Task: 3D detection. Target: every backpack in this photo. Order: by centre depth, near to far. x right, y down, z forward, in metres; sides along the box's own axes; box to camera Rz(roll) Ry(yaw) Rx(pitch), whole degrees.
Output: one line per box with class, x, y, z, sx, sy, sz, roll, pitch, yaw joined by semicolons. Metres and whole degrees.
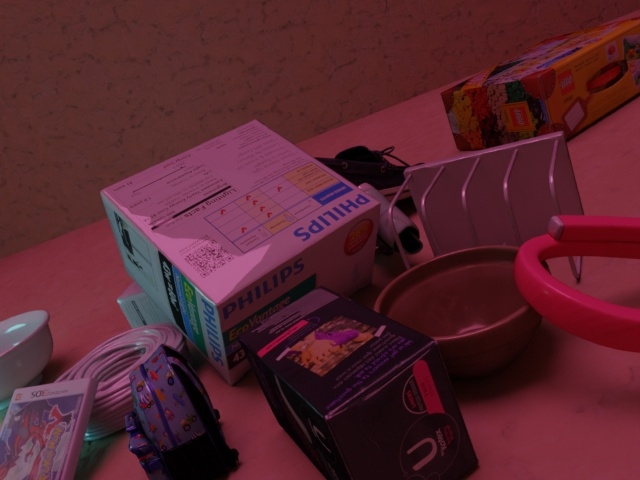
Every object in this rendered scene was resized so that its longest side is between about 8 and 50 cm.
backpack;-0.205;0.237;0.771;0.116;0.173;0.158;-27;20;-15

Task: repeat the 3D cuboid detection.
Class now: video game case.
video game case;-0.442;0.321;0.882;0.183;0.023;0.201;-14;54;24

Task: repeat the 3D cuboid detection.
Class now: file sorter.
file sorter;0.276;-0.032;0.950;0.277;0.193;0.173;-10;25;32

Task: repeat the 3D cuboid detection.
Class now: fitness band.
fitness band;0.374;0.044;0.656;0.290;0.054;0.209;1;32;-5

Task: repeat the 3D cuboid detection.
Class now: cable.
cable;-0.360;0.252;1.045;0.257;0.089;0.257;-16;19;15

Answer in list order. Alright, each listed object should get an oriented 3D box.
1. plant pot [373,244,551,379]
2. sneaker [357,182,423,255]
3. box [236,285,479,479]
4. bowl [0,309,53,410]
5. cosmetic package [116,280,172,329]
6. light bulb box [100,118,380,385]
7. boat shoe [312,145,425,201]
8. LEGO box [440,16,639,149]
plant pot;0.200;0.108;0.770;0.237;0.110;0.237;-20;19;7
sneaker;0.141;-0.006;1.147;0.094;0.151;0.256;-44;-25;1
box;0.030;0.179;0.674;0.143;0.165;0.270;-29;20;-19
bowl;-0.726;0.292;1.276;0.297;0.134;0.298;-20;18;7
cosmetic package;-0.297;0.107;1.298;0.224;0.138;0.224;-17;19;12
light bulb box;-0.141;-0.001;1.054;0.357;0.225;0.361;-32;53;-28
boat shoe;0.116;-0.158;1.403;0.500;0.156;0.186;-14;1;-41
LEGO box;0.670;-0.451;1.654;0.500;0.193;0.372;-31;20;-23
